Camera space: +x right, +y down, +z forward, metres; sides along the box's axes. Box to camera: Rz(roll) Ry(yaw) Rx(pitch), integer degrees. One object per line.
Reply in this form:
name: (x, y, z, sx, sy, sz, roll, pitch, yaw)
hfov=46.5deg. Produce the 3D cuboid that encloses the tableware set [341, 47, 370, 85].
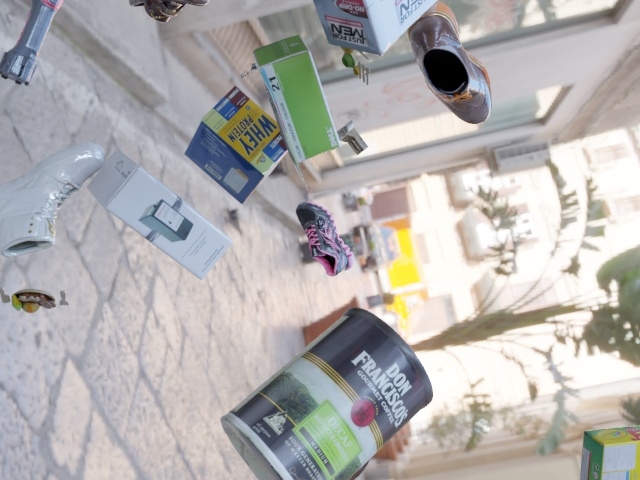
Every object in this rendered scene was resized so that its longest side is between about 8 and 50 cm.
tableware set: (0.071, -0.385, 1.454, 0.104, 0.024, 0.154, 46, -21, 31)

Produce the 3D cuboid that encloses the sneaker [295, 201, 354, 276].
sneaker: (0.000, 0.000, 1.057, 0.119, 0.047, 0.057, 55, 40, -5)

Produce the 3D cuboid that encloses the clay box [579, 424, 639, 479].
clay box: (0.481, 0.330, 1.064, 0.053, 0.221, 0.128, -149, -120, -72)

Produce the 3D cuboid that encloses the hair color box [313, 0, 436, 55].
hair color box: (0.047, -0.457, 0.978, 0.113, 0.185, 0.375, 25, -28, 40)

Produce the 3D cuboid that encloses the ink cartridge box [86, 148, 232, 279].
ink cartridge box: (-0.371, -0.061, 1.707, 0.289, 0.122, 0.211, 42, -6, -31)

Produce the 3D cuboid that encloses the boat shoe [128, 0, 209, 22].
boat shoe: (-0.399, -0.626, 1.930, 0.123, 0.342, 0.123, -15, 120, -45)

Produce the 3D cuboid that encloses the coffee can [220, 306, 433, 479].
coffee can: (0.011, 0.267, 1.170, 0.201, 0.275, 0.202, 42, -24, 24)

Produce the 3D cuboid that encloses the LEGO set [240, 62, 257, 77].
LEGO set: (-0.178, -0.457, 1.958, 0.023, 0.083, 0.054, 59, -22, -12)

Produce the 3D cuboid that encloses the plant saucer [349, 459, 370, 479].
plant saucer: (0.049, 0.513, 1.751, 0.029, 0.168, 0.168, 36, -29, 46)

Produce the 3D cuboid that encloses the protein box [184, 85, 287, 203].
protein box: (-0.202, -0.230, 1.839, 0.200, 0.136, 0.201, 41, -28, -5)

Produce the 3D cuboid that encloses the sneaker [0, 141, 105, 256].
sneaker: (-0.563, -0.074, 1.572, 0.169, 0.292, 0.108, 62, 5, 23)

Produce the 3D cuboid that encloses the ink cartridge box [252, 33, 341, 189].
ink cartridge box: (-0.032, -0.224, 1.277, 0.255, 0.097, 0.189, -112, -178, -61)

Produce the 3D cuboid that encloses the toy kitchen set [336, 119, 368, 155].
toy kitchen set: (0.070, -0.230, 1.726, 0.075, 0.068, 0.083, 52, 48, -5)

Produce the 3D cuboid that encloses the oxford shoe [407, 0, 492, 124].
oxford shoe: (0.279, -0.337, 1.588, 0.363, 0.129, 0.133, 40, 39, -48)

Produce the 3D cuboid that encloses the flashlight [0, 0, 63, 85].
flashlight: (-0.730, -0.546, 1.887, 0.103, 0.103, 0.304, 155, -45, -81)

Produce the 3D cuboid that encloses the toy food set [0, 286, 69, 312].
toy food set: (-0.855, 0.183, 2.220, 0.132, 0.192, 0.039, 119, -28, -60)
